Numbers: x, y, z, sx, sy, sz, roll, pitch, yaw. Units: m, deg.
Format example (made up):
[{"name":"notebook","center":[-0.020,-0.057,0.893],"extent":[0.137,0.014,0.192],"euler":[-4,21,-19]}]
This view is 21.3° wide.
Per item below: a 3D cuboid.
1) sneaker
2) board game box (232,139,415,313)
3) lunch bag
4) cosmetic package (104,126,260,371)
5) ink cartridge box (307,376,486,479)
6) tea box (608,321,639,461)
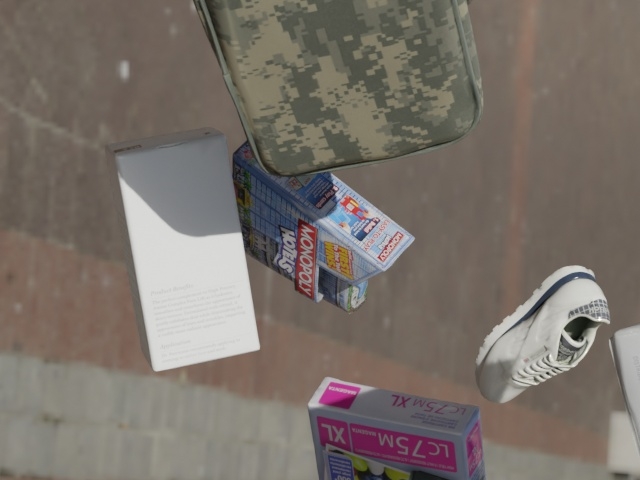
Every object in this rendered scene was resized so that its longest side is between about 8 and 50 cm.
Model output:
[{"name":"sneaker","center":[0.283,0.139,2.184],"extent":[0.235,0.090,0.094],"euler":[-56,-139,33]},{"name":"board game box","center":[0.000,0.000,1.787],"extent":[0.060,0.194,0.194],"euler":[-46,156,-32]},{"name":"lunch bag","center":[0.008,-0.242,1.383],"extent":[0.305,0.213,0.256],"euler":[69,10,-53]},{"name":"cosmetic package","center":[-0.140,0.007,1.727],"extent":[0.085,0.117,0.231],"euler":[-147,-132,-72]},{"name":"ink cartridge box","center":[0.095,0.305,1.907],"extent":[0.065,0.186,0.311],"euler":[-53,143,-46]},{"name":"tea box","center":[0.426,0.108,1.126],"extent":[0.329,0.324,0.220],"euler":[-12,88,-53]}]
